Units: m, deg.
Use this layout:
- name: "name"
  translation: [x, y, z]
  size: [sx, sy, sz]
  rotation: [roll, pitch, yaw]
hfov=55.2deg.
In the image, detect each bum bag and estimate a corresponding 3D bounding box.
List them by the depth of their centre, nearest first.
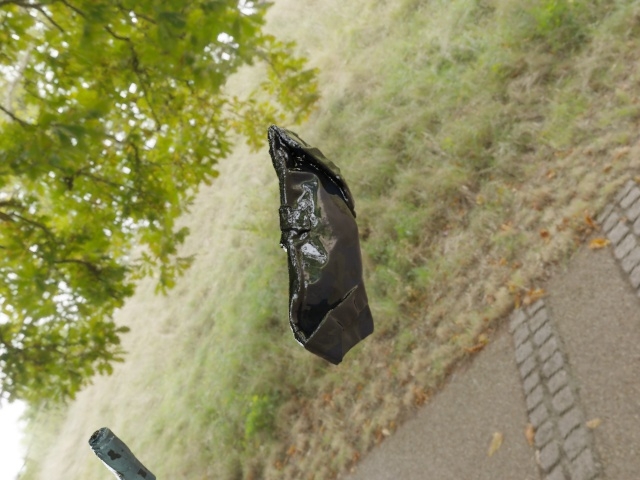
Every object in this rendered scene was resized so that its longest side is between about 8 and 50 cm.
- name: "bum bag"
  translation: [0.000, 0.000, 0.754]
  size: [0.074, 0.137, 0.309]
  rotation: [-23, 66, 39]

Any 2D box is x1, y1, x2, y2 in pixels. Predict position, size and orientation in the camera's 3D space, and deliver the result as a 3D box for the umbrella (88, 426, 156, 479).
- name: "umbrella"
  translation: [-0.352, 0.452, 1.169]
  size: [0.052, 0.250, 0.053]
  rotation: [-40, 25, -22]
